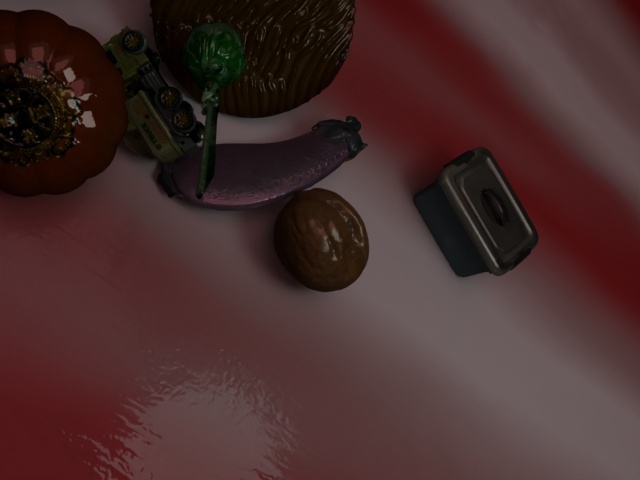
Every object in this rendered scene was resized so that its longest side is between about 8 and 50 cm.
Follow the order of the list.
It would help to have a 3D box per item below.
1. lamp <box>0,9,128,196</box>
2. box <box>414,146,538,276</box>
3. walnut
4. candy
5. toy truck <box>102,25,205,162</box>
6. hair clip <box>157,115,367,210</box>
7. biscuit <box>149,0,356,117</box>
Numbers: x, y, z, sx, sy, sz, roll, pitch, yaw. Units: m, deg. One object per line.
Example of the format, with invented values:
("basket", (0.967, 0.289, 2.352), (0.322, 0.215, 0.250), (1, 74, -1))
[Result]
("lamp", (-0.345, -0.161, 0.746), (0.223, 0.196, 0.223), (-6, 110, -17))
("box", (0.294, -0.047, 1.174), (0.162, 0.130, 0.227), (-32, 91, -37))
("walnut", (0.000, 0.000, 0.956), (0.166, 0.149, 0.166), (49, 28, -38))
("candy", (-0.143, -0.176, 0.818), (0.097, 0.097, 0.323), (19, 46, -27))
("toy truck", (-0.252, -0.192, 0.881), (0.116, 0.085, 0.191), (-33, 88, -2))
("hair clip", (-0.076, -0.118, 0.984), (0.359, 0.096, 0.110), (-18, 101, -34))
("biscuit", (-0.095, -0.340, 0.948), (0.318, 0.318, 0.040), (19, 19, -27))
